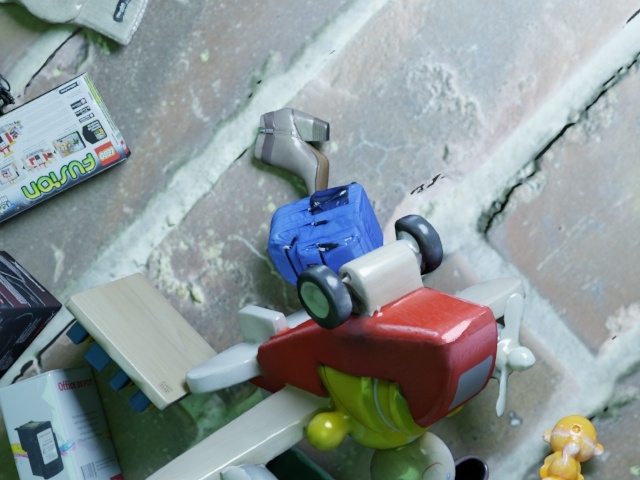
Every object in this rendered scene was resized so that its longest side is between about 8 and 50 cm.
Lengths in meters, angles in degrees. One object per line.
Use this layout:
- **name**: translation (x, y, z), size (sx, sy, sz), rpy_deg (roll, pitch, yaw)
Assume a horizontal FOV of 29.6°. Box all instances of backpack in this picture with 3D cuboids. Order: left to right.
- **backpack**: translation (0.000, 0.000, 1.371), size (0.120, 0.101, 0.098), rpy_deg (-12, 123, 16)

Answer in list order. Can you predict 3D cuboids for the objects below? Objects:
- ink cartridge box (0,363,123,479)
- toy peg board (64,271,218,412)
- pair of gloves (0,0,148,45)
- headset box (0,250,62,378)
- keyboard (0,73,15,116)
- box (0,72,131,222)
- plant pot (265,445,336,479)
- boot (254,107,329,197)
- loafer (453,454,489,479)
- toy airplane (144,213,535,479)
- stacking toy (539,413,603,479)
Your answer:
- **ink cartridge box**: translation (-0.296, 0.240, 1.405), size (0.072, 0.127, 0.175), rpy_deg (-18, 84, 11)
- **toy peg board**: translation (-0.213, 0.132, 1.388), size (0.161, 0.161, 0.079), rpy_deg (45, 110, 8)
- **pair of gloves**: translation (-0.283, -0.375, 1.472), size (0.204, 0.042, 0.240), rpy_deg (18, 92, 6)
- **headset box**: translation (-0.443, 0.119, 1.350), size (0.110, 0.293, 0.218), rpy_deg (42, 95, 8)
- **keyboard**: translation (-0.421, -0.174, 1.485), size (0.100, 0.038, 0.192), rpy_deg (-32, 98, 14)
- **box**: translation (-0.346, -0.105, 1.455), size (0.207, 0.036, 0.114), rpy_deg (-25, 104, 7)
- **plant pot**: translation (-0.058, 0.417, 1.311), size (0.248, 0.247, 0.252), rpy_deg (40, 113, 8)
- **boot**: translation (-0.035, -0.096, 1.424), size (0.087, 0.042, 0.118), rpy_deg (4, 87, 16)
- **loafer**: translation (0.089, 0.305, 1.249), size (0.109, 0.302, 0.095), rpy_deg (44, 120, 8)
- **toy airplane**: translation (0.033, 0.160, 1.245), size (0.386, 0.384, 0.272), rpy_deg (-30, 89, 14)
- **stacking toy**: translation (0.238, 0.328, 1.313), size (0.175, 0.165, 0.301), rpy_deg (14, 67, 18)
